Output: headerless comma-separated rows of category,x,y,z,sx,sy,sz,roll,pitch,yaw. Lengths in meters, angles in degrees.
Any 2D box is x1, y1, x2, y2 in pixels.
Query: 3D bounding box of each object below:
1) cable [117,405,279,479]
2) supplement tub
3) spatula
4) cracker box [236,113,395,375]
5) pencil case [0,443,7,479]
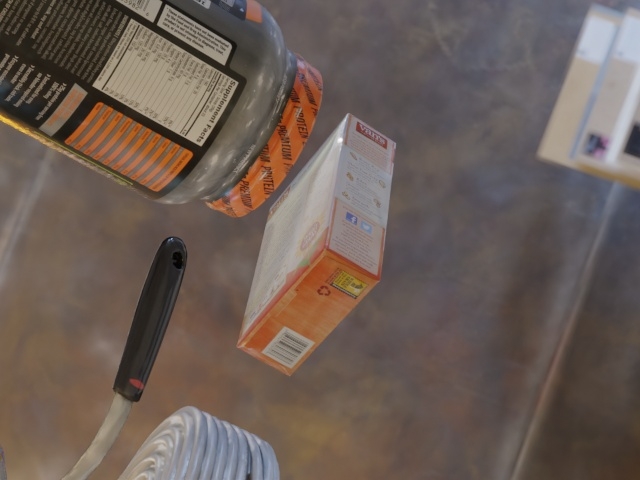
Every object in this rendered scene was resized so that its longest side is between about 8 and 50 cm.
cable,-0.129,0.247,0.921,0.257,0.089,0.257,-55,13,14
supplement tub,-0.167,-0.155,1.015,0.193,0.316,0.194,-44,29,32
spatula,-0.152,0.131,0.869,0.084,0.030,0.296,40,-115,-46
cracker box,0.000,0.000,1.222,0.156,0.067,0.232,-49,19,34
pencil case,-0.340,0.161,1.033,0.124,0.113,0.273,-46,25,-8
